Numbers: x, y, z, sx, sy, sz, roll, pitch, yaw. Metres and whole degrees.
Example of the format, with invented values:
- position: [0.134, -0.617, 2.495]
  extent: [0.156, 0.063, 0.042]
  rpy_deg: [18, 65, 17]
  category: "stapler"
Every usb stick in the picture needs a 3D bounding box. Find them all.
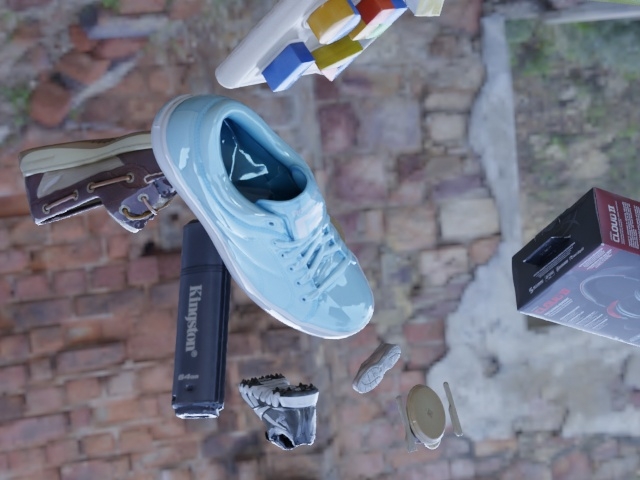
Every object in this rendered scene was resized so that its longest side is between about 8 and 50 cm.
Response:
- position: [-0.159, 0.101, 1.630]
  extent: [0.077, 0.278, 0.045]
  rpy_deg: [-5, 160, 18]
  category: "usb stick"

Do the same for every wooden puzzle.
- position: [0.013, -0.389, 2.304]
  extent: [0.348, 0.080, 0.322]
  rpy_deg: [-13, 159, -49]
  category: "wooden puzzle"

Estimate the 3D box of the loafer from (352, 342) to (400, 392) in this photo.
- position: [0.092, 0.223, 2.114]
  extent: [0.039, 0.045, 0.125]
  rpy_deg: [14, -140, 38]
  category: "loafer"

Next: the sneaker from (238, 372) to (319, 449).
- position: [-0.067, 0.264, 1.838]
  extent: [0.078, 0.106, 0.234]
  rpy_deg: [-6, -177, -24]
  category: "sneaker"

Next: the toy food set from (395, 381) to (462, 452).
- position: [0.207, 0.356, 2.422]
  extent: [0.039, 0.132, 0.192]
  rpy_deg: [-20, 170, 38]
  category: "toy food set"

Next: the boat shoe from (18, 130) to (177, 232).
- position: [-0.236, -0.072, 1.548]
  extent: [0.342, 0.123, 0.123]
  rpy_deg: [-4, 179, 21]
  category: "boat shoe"

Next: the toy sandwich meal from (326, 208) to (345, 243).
- position: [0.000, 0.000, 1.565]
  extent: [0.029, 0.085, 0.086]
  rpy_deg: [-9, -178, 39]
  category: "toy sandwich meal"

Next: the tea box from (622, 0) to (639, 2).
- position: [0.223, -0.403, 1.131]
  extent: [0.220, 0.329, 0.323]
  rpy_deg: [3, -169, -32]
  category: "tea box"

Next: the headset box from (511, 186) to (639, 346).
- position: [0.452, 0.045, 1.846]
  extent: [0.293, 0.110, 0.218]
  rpy_deg: [17, 142, -22]
  category: "headset box"

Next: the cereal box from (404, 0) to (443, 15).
- position: [0.132, -0.466, 1.786]
  extent: [0.047, 0.173, 0.240]
  rpy_deg: [-4, -140, -23]
  category: "cereal box"

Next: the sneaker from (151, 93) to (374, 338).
- position: [-0.044, -0.015, 1.374]
  extent: [0.135, 0.366, 0.150]
  rpy_deg: [-51, -155, -19]
  category: "sneaker"
